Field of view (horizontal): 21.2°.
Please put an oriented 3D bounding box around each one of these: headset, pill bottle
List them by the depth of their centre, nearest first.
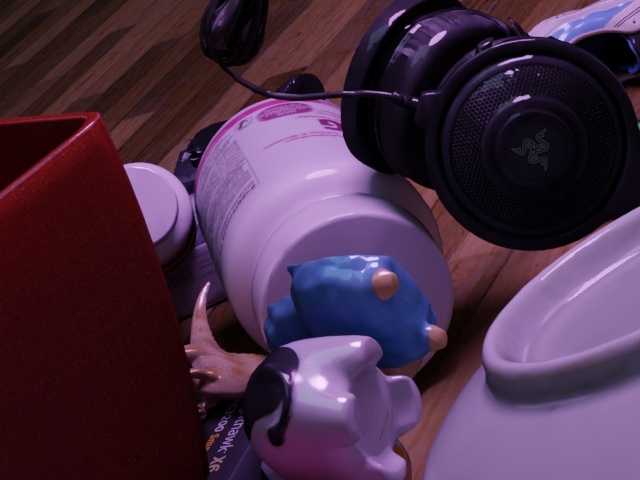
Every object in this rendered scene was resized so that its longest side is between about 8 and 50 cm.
[{"bbox_3d":[0.108,-0.107,1.097,0.243,0.394,0.185,37,112,59],"label":"headset"},{"bbox_3d":[0.000,0.000,1.273,0.160,0.160,0.283,-30,22,0],"label":"pill bottle"},{"bbox_3d":[-0.145,-0.016,1.387,0.086,0.086,0.152,-32,-5,-5],"label":"pill bottle"}]

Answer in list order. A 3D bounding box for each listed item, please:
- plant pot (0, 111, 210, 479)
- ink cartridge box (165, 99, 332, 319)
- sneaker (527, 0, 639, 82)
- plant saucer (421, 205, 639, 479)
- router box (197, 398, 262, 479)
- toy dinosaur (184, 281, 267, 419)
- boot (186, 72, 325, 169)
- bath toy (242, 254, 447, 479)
[{"bbox_3d":[-0.225,0.098,1.019,0.267,0.235,0.267,-43,25,-27],"label":"plant pot"},{"bbox_3d":[-0.064,-0.054,1.611,0.165,0.065,0.332,-25,21,14],"label":"ink cartridge box"},{"bbox_3d":[0.277,-0.185,1.453,0.237,0.085,0.086,-32,47,-14],"label":"sneaker"},{"bbox_3d":[0.199,0.048,0.892,0.400,0.100,0.400,-30,11,6],"label":"plant saucer"},{"bbox_3d":[-0.152,0.230,1.071,0.243,0.081,0.309,-16,26,32],"label":"router box"},{"bbox_3d":[-0.080,0.087,1.141,0.093,0.053,0.183,-15,21,-16],"label":"toy dinosaur"},{"bbox_3d":[-0.061,-0.106,1.578,0.099,0.045,0.121,-12,29,42],"label":"boot"},{"bbox_3d":[-0.023,0.174,0.928,0.129,0.151,0.348,-9,44,30],"label":"bath toy"}]
